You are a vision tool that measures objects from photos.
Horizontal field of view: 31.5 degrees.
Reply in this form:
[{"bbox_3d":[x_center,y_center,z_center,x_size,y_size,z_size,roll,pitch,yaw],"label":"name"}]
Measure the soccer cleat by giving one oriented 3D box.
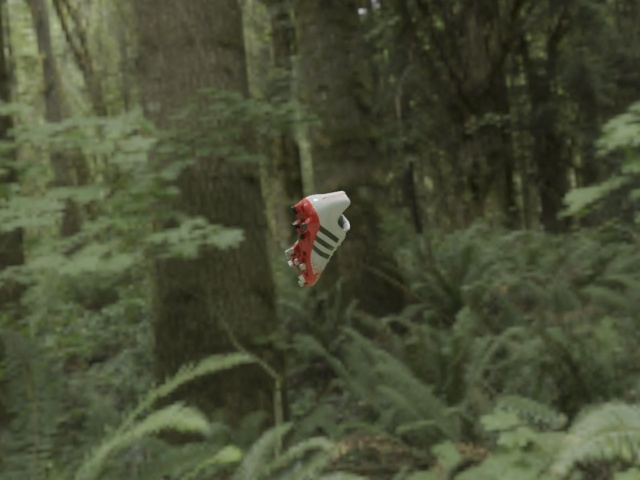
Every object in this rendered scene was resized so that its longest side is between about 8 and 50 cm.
[{"bbox_3d":[0.000,0.000,0.672,0.036,0.029,0.083,-21,-31,-16],"label":"soccer cleat"}]
